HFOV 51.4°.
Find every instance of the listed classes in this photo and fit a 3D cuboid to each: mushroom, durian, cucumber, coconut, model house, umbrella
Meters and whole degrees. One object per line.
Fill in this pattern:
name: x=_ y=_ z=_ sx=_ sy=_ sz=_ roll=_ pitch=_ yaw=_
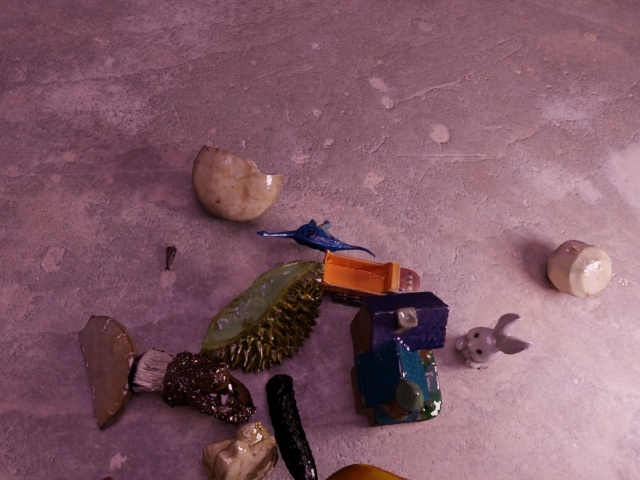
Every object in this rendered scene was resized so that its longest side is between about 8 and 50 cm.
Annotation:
mushroom: x=-0.248 y=-0.150 z=1.888 sx=0.253 sy=0.195 sz=0.189 roll=26 pitch=92 yaw=-3
durian: x=-0.128 y=0.199 z=1.715 sx=0.394 sy=0.163 sz=0.198 roll=-46 pitch=38 yaw=-9
cucumber: x=-0.072 y=0.452 z=1.577 sx=0.081 sy=0.072 sz=0.303 roll=-5 pitch=39 yaw=-13
coconut: x=0.749 y=0.078 z=1.952 sx=0.171 sy=0.171 sz=0.183 roll=-7 pitch=18 yaw=-21
model house: x=0.208 y=0.285 z=1.659 sx=0.245 sy=0.280 sz=0.312 roll=0 pitch=62 yaw=-12
umbrella: x=-0.412 y=0.044 z=1.822 sx=0.031 sy=0.020 sz=0.083 roll=9 pitch=65 yaw=-6

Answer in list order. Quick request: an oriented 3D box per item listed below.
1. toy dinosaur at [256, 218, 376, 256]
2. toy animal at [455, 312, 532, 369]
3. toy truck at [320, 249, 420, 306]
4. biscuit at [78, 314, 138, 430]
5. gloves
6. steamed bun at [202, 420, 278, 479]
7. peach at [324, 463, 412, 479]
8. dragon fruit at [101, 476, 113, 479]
toy dinosaur: x=-0.010 y=-0.012 z=1.857 sx=0.329 sy=0.076 sz=0.144 roll=12 pitch=18 yaw=-3
toy animal: x=0.446 y=0.268 z=1.754 sx=0.130 sy=0.221 sz=0.104 roll=-4 pitch=66 yaw=-15
toy truck: x=0.132 y=0.114 z=1.823 sx=0.270 sy=0.135 sz=0.114 roll=11 pitch=59 yaw=-5
biscuit: x=-0.507 y=0.298 z=1.617 sx=0.141 sy=0.038 sz=0.290 roll=-23 pitch=65 yaw=8
gloves: x=-0.294 y=0.338 z=1.573 sx=0.312 sy=0.210 sz=0.135 roll=17 pitch=78 yaw=0
steamed bun: x=-0.191 y=0.496 z=1.524 sx=0.106 sy=0.192 sz=0.177 roll=33 pitch=55 yaw=30
peach: x=0.091 y=0.652 z=1.429 sx=0.308 sy=0.308 sz=0.332 roll=26 pitch=69 yaw=4
dragon fruit: x=-0.509 y=0.589 z=1.445 sx=0.162 sy=0.106 sz=0.083 roll=-30 pitch=71 yaw=-27
